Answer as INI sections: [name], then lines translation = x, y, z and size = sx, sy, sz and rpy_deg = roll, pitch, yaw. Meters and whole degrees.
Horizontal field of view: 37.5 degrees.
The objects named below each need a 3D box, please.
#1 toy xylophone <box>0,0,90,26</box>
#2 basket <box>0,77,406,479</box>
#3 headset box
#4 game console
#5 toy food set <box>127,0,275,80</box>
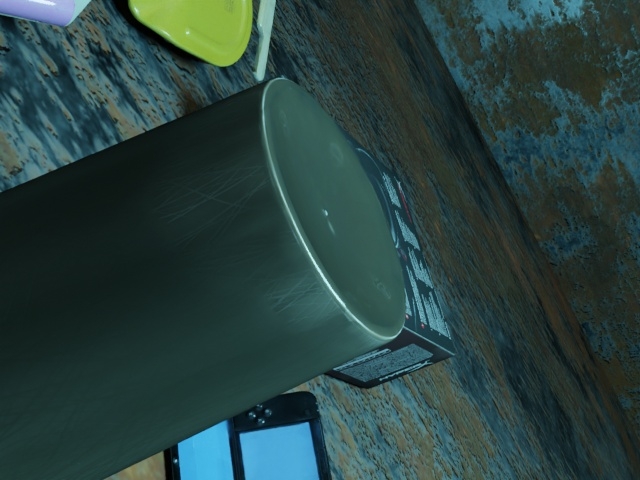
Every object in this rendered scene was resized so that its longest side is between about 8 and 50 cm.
[toy xylophone]
translation = -0.232, -0.310, 0.607
size = 0.236, 0.081, 0.322
rpy_deg = 14, 66, -46
[basket]
translation = -0.088, 0.028, 0.451
size = 0.204, 0.227, 0.154
rpy_deg = 21, 47, -62
[headset box]
translation = 0.000, 0.000, 0.882
size = 0.293, 0.110, 0.218
rpy_deg = 32, 38, -58
[game console]
translation = -0.046, 0.155, 0.648
size = 0.071, 0.107, 0.122
rpy_deg = 88, -7, -57
[toy food set]
translation = -0.128, -0.231, 0.910
size = 0.218, 0.071, 0.128
rpy_deg = 18, 74, -62
